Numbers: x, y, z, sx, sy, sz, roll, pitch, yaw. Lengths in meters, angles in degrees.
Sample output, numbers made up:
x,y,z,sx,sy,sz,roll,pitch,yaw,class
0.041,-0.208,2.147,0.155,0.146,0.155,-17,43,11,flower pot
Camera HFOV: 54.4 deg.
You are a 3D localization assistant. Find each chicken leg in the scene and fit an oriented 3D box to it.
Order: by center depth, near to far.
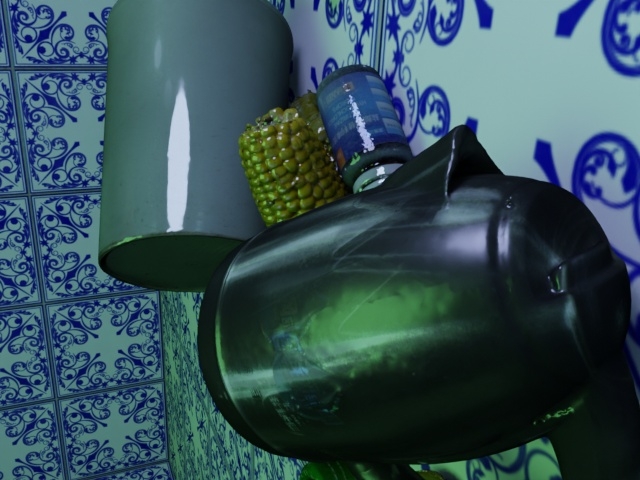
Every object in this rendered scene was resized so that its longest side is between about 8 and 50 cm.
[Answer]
x,y,z,sx,sy,sz,roll,pitch,yaw,class
0.007,-0.136,0.817,0.103,0.088,0.227,94,164,-50,chicken leg

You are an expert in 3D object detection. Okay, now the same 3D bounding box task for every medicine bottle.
x,y,z,sx,sy,sz,roll,pitch,yaw,class
0.059,-0.093,0.686,0.083,0.084,0.203,121,135,-57,medicine bottle

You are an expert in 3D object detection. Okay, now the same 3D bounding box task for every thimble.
x,y,z,sx,sy,sz,roll,pitch,yaw,class
0.023,0.370,0.890,0.130,0.090,0.118,133,129,-62,thimble

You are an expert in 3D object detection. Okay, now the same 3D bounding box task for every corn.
x,y,z,sx,sy,sz,roll,pitch,yaw,class
0.000,0.000,0.724,0.115,0.115,0.317,32,146,63,corn

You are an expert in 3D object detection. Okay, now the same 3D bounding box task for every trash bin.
x,y,z,sx,sy,sz,roll,pitch,yaw,class
-0.177,-0.162,0.903,0.280,0.281,0.431,132,140,-62,trash bin

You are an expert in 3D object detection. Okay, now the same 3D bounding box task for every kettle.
x,y,z,sx,sy,sz,roll,pitch,yaw,class
0.089,0.097,0.492,0.324,0.228,0.320,-23,85,49,kettle

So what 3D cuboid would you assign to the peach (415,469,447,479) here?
x,y,z,sx,sy,sz,roll,pitch,yaw,class
0.118,0.283,0.680,0.077,0.050,0.083,40,147,28,peach
